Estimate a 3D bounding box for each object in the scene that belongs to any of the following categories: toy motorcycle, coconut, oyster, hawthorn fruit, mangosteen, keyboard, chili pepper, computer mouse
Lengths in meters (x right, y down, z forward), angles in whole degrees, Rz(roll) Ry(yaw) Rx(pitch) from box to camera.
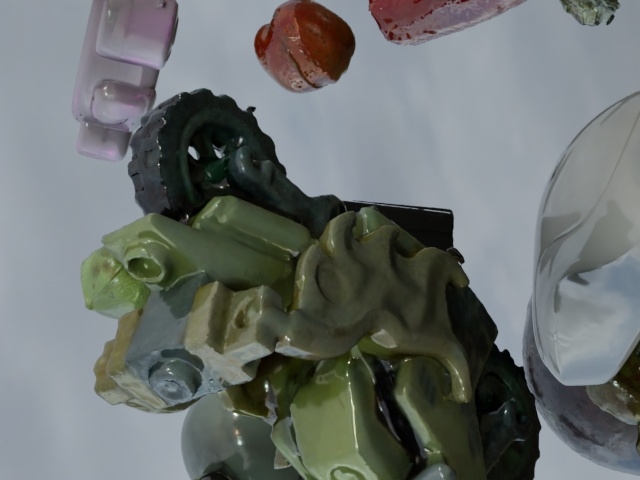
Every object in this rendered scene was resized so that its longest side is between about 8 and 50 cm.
[{"bbox_3d":[0.009,0.087,1.153,0.410,0.169,0.237,43,-138,-27],"label":"toy motorcycle"},{"bbox_3d":[-0.213,0.043,1.816,0.096,0.088,0.088,-41,-58,-33],"label":"coconut"},{"bbox_3d":[0.237,-0.249,1.496,0.177,0.064,0.125,86,-163,-79],"label":"oyster"},{"bbox_3d":[-0.021,-0.238,2.109,0.128,0.128,0.128,-13,-90,-73],"label":"hawthorn fruit"},{"bbox_3d":[0.333,0.101,1.661,0.288,0.288,0.288,-13,-90,-73],"label":"mangosteen"},{"bbox_3d":[0.000,0.000,1.353,0.023,0.231,0.072,151,123,-64],"label":"keyboard"},{"bbox_3d":[0.218,-0.346,2.055,0.131,0.338,0.134,26,-127,-42],"label":"chili pepper"},{"bbox_3d":[0.222,-0.007,1.313,0.297,0.121,0.184,108,-174,-64],"label":"computer mouse"}]

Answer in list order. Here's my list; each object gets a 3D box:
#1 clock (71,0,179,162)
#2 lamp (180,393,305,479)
[{"bbox_3d":[-0.254,-0.284,2.299,0.322,0.113,0.295,113,168,-49],"label":"clock"},{"bbox_3d":[-0.098,0.282,2.126,0.197,0.198,0.244,65,-144,-33],"label":"lamp"}]
